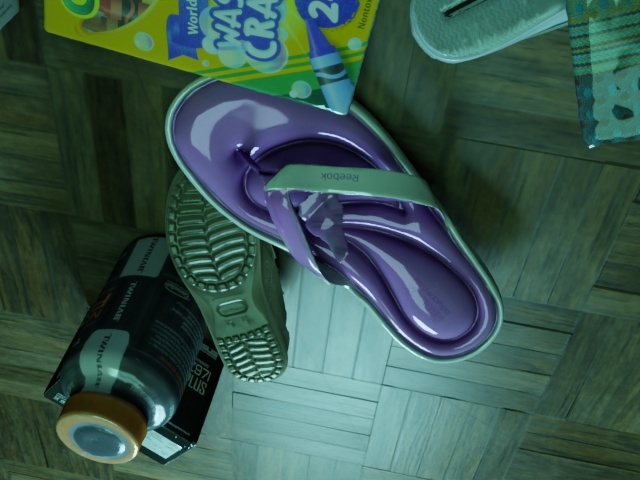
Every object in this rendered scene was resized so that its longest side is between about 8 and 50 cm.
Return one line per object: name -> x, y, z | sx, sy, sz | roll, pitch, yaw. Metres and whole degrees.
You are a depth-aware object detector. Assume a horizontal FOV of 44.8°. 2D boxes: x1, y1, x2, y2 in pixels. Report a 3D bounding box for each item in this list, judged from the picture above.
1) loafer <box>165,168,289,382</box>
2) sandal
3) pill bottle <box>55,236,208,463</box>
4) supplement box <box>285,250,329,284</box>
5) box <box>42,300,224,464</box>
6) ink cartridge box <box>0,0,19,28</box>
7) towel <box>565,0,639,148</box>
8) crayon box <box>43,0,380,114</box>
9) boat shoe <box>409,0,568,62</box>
loafer -> -0.099, 0.030, 0.864 | 0.102, 0.092, 0.268 | -9, 113, 6
sandal -> 0.038, -0.016, 0.751 | 0.416, 0.102, 0.169 | 37, 105, -19
pill bottle -> -0.202, 0.119, 0.859 | 0.130, 0.245, 0.130 | 6, 132, 7
supplement box -> 0.000, 0.000, 0.843 | 0.083, 0.043, 0.055 | 39, 126, -20
box -> -0.226, 0.168, 0.975 | 0.180, 0.147, 0.077 | 37, 129, -19
ink cartridge box -> -0.367, -0.313, 0.591 | 0.226, 0.131, 0.306 | 16, 134, -1
towel -> 0.276, -0.255, 0.466 | 0.271, 0.040, 0.370 | -6, 107, 18
crayon box -> -0.104, -0.243, 0.624 | 0.323, 0.083, 0.203 | 16, 133, 0
boat shoe -> 0.208, -0.219, 0.567 | 0.302, 0.094, 0.109 | -17, 102, 20
